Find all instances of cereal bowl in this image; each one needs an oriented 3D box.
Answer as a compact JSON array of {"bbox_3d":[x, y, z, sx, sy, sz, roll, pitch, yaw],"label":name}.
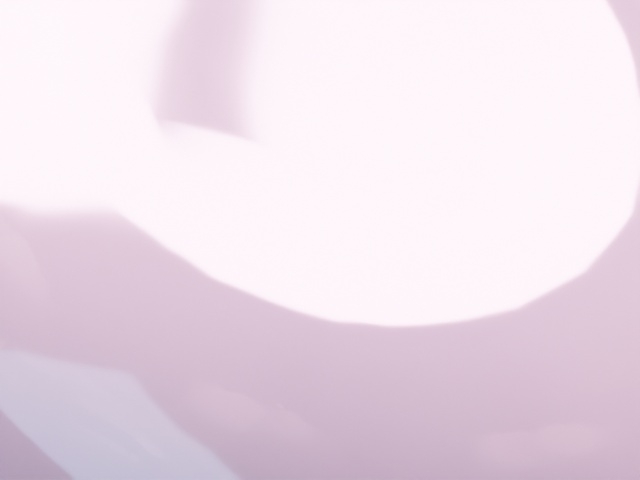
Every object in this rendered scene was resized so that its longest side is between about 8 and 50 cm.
[{"bbox_3d":[0.000,0.000,0.398,0.339,0.141,0.339,9,133,9],"label":"cereal bowl"}]
